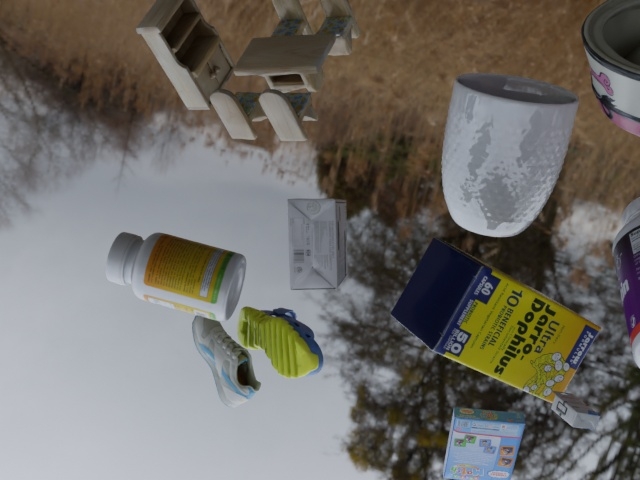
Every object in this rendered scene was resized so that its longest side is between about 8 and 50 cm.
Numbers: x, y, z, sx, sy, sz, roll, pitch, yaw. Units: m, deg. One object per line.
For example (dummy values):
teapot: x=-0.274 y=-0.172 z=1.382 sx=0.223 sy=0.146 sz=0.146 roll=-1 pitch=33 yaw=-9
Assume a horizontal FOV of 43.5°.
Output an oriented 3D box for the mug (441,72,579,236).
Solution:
mug: x=0.427 y=-0.206 z=1.874 sx=0.276 sy=0.328 sz=0.374 roll=13 pitch=-155 yaw=13

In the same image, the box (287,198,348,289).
box: x=0.000 y=0.000 z=1.555 sx=0.087 sy=0.169 sz=0.290 roll=-1 pitch=-179 yaw=5

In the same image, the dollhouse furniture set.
dollhouse furniture set: x=-0.169 y=-0.445 z=1.818 sx=0.394 sy=0.362 sz=0.256 roll=5 pitch=144 yaw=30

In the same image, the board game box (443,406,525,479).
board game box: x=0.378 y=0.481 z=1.871 sx=0.160 sy=0.211 sz=0.039 roll=5 pitch=-146 yaw=3

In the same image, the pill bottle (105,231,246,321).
pill bottle: x=-0.279 y=0.062 z=1.549 sx=0.246 sy=0.136 sz=0.136 roll=15 pitch=-170 yaw=6

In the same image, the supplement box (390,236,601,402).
supplement box: x=0.363 y=0.168 z=1.665 sx=0.357 sy=0.194 sz=0.195 roll=25 pitch=-174 yaw=-28

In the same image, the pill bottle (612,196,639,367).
pill bottle: x=0.613 y=0.072 z=1.392 sx=0.182 sy=0.181 sz=0.323 roll=13 pitch=-131 yaw=-7

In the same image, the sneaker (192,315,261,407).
sneaker: x=-0.209 y=0.256 z=1.809 sx=0.092 sy=0.228 sz=0.087 roll=-33 pitch=171 yaw=32

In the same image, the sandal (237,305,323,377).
sandal: x=-0.070 y=0.218 z=1.821 sx=0.138 sy=0.126 sz=0.317 roll=0 pitch=-166 yaw=-29

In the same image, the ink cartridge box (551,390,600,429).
ink cartridge box: x=0.428 y=0.287 z=1.361 sx=0.048 sy=0.028 sz=0.083 roll=12 pitch=-168 yaw=-19

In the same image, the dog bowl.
dog bowl: x=0.679 y=-0.317 z=1.439 sx=0.408 sy=0.150 sz=0.408 roll=-7 pitch=-141 yaw=6
